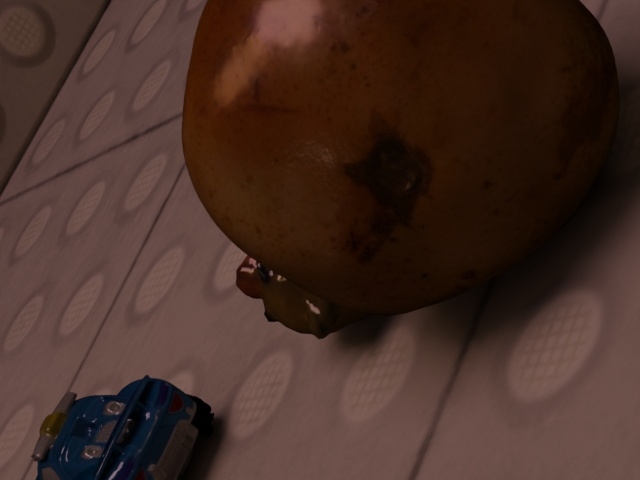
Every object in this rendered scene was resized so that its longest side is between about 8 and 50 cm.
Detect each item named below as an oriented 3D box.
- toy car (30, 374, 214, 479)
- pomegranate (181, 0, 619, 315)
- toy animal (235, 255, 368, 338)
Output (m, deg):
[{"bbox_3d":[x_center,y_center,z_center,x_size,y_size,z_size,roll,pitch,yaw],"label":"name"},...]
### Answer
[{"bbox_3d":[-0.266,0.264,1.936,0.314,0.166,0.198,-23,34,53],"label":"toy car"},{"bbox_3d":[0.074,-0.133,1.553,0.416,0.416,0.417,-43,25,26],"label":"pomegranate"},{"bbox_3d":[0.004,0.001,1.786,0.169,0.195,0.281,0,40,14],"label":"toy animal"}]
